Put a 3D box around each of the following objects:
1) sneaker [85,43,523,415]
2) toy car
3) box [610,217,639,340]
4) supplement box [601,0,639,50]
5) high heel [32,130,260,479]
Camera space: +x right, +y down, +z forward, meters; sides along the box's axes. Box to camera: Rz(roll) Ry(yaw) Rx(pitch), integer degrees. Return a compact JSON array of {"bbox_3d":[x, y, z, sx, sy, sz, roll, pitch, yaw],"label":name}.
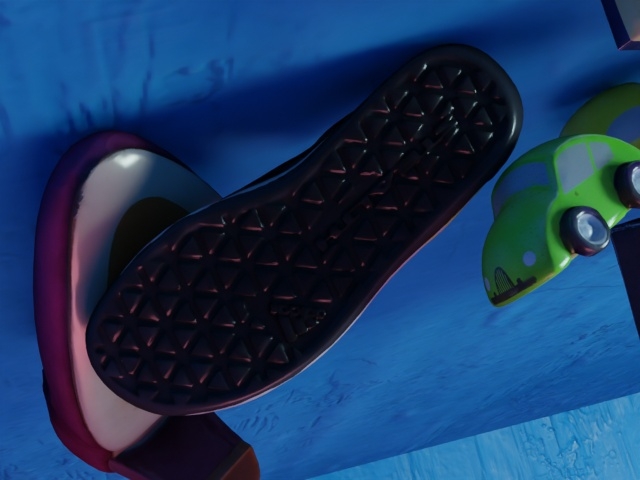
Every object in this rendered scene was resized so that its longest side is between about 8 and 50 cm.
[{"bbox_3d":[0.000,0.000,0.575,0.235,0.084,0.097,-35,179,-7],"label":"sneaker"},{"bbox_3d":[0.146,-0.048,0.578,0.225,0.053,0.239,-35,177,-34],"label":"toy car"},{"bbox_3d":[0.405,0.021,0.784,0.296,0.182,0.294,-15,180,-36],"label":"box"},{"bbox_3d":[0.159,-0.115,0.460,0.083,0.056,0.083,-7,163,-29],"label":"supplement box"},{"bbox_3d":[-0.135,0.041,0.700,0.127,0.181,0.377,-42,153,-26],"label":"high heel"}]
